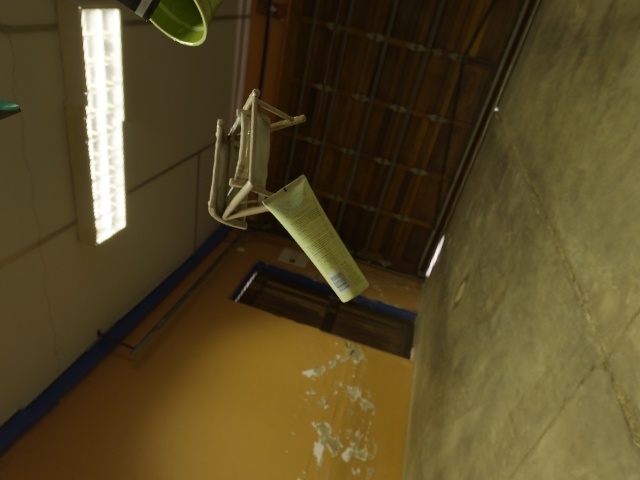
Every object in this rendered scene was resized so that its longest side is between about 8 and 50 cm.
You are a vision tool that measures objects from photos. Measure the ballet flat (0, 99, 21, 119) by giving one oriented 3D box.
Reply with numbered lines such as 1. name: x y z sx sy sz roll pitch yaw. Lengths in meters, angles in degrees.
1. ballet flat: -0.847 -0.314 1.049 0.203 0.074 0.074 0 -66 -37

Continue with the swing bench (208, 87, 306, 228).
1. swing bench: -0.181 -0.193 1.104 0.165 0.255 0.253 18 -116 -42

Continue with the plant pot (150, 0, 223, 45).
1. plant pot: -0.378 -0.772 1.274 0.253 0.276 0.276 -58 -12 -19

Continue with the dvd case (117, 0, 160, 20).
1. dvd case: -0.306 -0.435 0.598 0.165 0.221 0.018 -33 47 36

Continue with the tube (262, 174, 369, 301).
1. tube: 0.000 0.000 0.804 0.062 0.240 0.070 -33 3 45
